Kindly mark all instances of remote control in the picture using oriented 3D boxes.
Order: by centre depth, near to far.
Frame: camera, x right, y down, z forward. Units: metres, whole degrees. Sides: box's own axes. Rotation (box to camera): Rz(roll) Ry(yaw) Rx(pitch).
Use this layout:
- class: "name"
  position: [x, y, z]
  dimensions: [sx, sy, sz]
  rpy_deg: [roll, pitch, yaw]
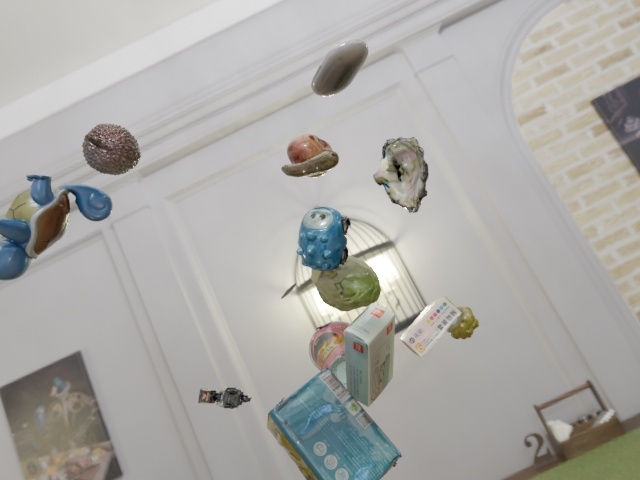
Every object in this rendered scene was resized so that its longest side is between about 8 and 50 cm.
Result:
- class: "remote control"
  position: [0.083, -0.751, 2.038]
  dimensions: [0.221, 0.103, 0.332]
  rpy_deg: [-16, -18, -31]

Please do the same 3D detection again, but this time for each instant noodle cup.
- class: "instant noodle cup"
  position: [0.086, 0.448, 1.736]
  dimensions: [0.244, 0.243, 0.255]
  rpy_deg: [-25, 11, -3]

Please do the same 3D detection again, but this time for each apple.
- class: "apple"
  position: [-0.039, -0.368, 1.986]
  dimensions: [0.162, 0.201, 0.201]
  rpy_deg: [-41, -15, 18]

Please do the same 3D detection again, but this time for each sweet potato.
- class: "sweet potato"
  position: [-0.038, -0.279, 1.743]
  dimensions: [0.274, 0.075, 0.075]
  rpy_deg: [-8, 4, 42]

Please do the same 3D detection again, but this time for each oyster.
- class: "oyster"
  position: [0.233, -0.195, 1.326]
  dimensions: [0.092, 0.260, 0.198]
  rpy_deg: [-7, -61, -29]

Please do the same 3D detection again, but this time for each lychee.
- class: "lychee"
  position: [-0.654, -0.284, 1.449]
  dimensions: [0.165, 0.165, 0.197]
  rpy_deg: [-26, -7, 0]

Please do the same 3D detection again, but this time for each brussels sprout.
- class: "brussels sprout"
  position: [0.102, 0.182, 2.007]
  dimensions: [0.274, 0.317, 0.242]
  rpy_deg: [136, 154, -86]

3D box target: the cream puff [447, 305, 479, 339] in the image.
- class: "cream puff"
  position: [0.589, 0.348, 1.907]
  dimensions: [0.146, 0.116, 0.146]
  rpy_deg: [-50, 16, 20]

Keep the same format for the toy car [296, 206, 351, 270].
- class: "toy car"
  position: [0.000, 0.000, 1.771]
  dimensions: [0.189, 0.254, 0.190]
  rpy_deg: [10, 12, 24]

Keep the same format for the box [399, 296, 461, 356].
- class: "box"
  position: [0.394, 0.314, 1.698]
  dimensions: [0.220, 0.091, 0.274]
  rpy_deg: [-47, -12, -1]

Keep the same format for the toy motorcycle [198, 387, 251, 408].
- class: "toy motorcycle"
  position: [-0.415, 0.697, 2.067]
  dimensions: [0.157, 0.090, 0.263]
  rpy_deg: [1, -19, 15]

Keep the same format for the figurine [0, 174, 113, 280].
- class: "figurine"
  position: [-0.879, -0.075, 1.438]
  dimensions: [0.416, 0.242, 0.298]
  rpy_deg: [-43, 32, -25]

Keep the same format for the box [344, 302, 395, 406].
- class: "box"
  position: [0.132, 0.308, 1.244]
  dimensions: [0.135, 0.079, 0.269]
  rpy_deg: [-38, -43, -38]

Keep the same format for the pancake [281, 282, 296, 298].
- class: "pancake"
  position: [-0.158, 0.254, 2.345]
  dimensions: [0.115, 0.011, 0.115]
  rpy_deg: [-44, -8, -8]

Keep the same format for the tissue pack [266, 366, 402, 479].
- class: "tissue pack"
  position: [0.027, 0.468, 1.081]
  dimensions: [0.192, 0.271, 0.134]
  rpy_deg: [-30, -27, -30]
